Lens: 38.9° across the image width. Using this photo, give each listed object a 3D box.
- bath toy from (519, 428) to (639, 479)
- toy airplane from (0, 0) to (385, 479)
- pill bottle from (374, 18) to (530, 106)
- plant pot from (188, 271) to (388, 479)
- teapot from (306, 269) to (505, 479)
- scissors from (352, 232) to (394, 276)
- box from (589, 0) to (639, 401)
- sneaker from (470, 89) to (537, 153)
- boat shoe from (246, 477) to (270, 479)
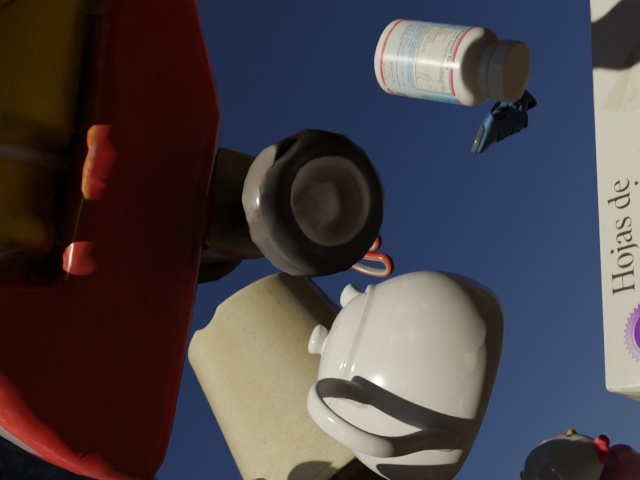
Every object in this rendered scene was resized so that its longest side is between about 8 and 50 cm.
[{"bbox_3d":[0.425,0.346,1.246,0.348,0.151,0.129,28,-66,-27],"label":"bath toy"},{"bbox_3d":[-0.153,-0.136,0.345,0.272,0.384,0.386,-15,-40,-32],"label":"toy airplane"},{"bbox_3d":[0.147,-0.196,1.009,0.087,0.160,0.087,-25,-58,-47],"label":"pill bottle"},{"bbox_3d":[-0.021,0.225,1.294,0.333,0.305,0.334,-29,-27,-17],"label":"plant pot"},{"bbox_3d":[0.077,0.137,0.981,0.256,0.187,0.253,108,-179,-65],"label":"teapot"},{"bbox_3d":[0.000,0.000,1.592,0.021,0.297,0.109,-47,-48,-35],"label":"scissors"},{"bbox_3d":[0.169,-0.085,0.424,0.067,0.324,0.063,20,-26,-36],"label":"box"},{"bbox_3d":[0.376,-0.240,1.835,0.209,0.082,0.069,-51,-10,-33],"label":"sneaker"},{"bbox_3d":[-0.020,0.380,0.918,0.108,0.301,0.102,-38,-19,15],"label":"boat shoe"}]
